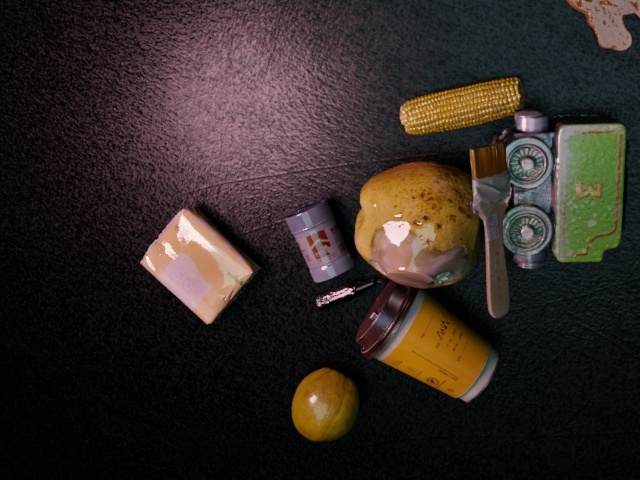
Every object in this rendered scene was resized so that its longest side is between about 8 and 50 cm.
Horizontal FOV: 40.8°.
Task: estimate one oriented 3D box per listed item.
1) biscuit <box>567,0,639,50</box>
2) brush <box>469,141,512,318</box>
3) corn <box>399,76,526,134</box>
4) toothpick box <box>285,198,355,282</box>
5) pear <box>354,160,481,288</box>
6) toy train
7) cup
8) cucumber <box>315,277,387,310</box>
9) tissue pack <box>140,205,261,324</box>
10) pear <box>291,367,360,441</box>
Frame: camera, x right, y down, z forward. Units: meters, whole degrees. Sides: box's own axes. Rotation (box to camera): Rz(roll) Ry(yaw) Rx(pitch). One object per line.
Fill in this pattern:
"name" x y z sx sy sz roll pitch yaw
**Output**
"biscuit" 0.536 -0.472 1.605 0.144 0.040 0.236 -33 92 12
"brush" 0.323 -0.012 1.598 0.085 0.020 0.336 -12 106 -15
"corn" 0.281 -0.264 1.704 0.248 0.081 0.081 -10 102 17
"toothpick box" 0.000 0.000 1.838 0.101 0.101 0.153 -23 98 19
"pear" 0.195 -0.032 1.700 0.271 0.271 0.271 4 105 14
"toy train" 0.458 -0.101 1.661 0.249 0.173 0.307 0 104 6
"cup" 0.224 0.210 1.799 0.280 0.196 0.196 32 110 -4
"cucumber" 0.066 0.113 1.885 0.163 0.039 0.043 -25 118 21
"tissue pack" -0.270 0.055 1.930 0.222 0.090 0.186 43 108 0
"pear" 0.013 0.364 1.912 0.149 0.149 0.162 26 92 7
